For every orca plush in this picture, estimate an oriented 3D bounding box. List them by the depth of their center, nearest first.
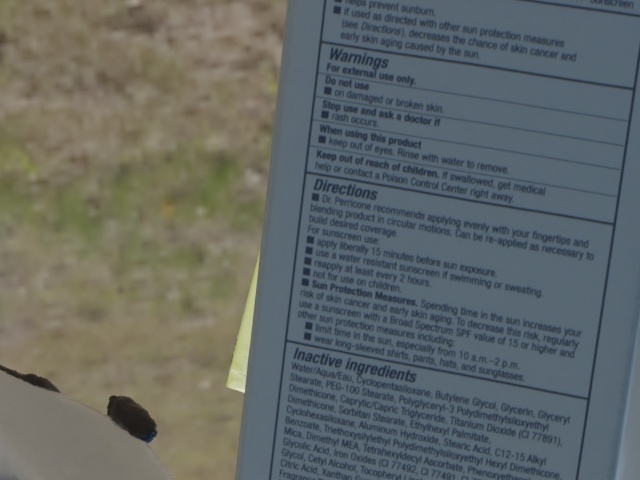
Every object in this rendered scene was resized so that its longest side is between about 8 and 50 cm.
[{"bbox_3d":[-0.213,0.163,1.367,0.287,0.102,0.151,20,-146,11],"label":"orca plush"}]

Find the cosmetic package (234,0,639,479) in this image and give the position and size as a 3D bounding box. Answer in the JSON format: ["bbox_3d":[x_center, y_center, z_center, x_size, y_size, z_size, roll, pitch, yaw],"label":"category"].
[{"bbox_3d":[0.063,0.003,0.819,0.160,0.309,0.113,11,-168,16],"label":"cosmetic package"}]

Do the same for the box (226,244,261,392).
[{"bbox_3d":[0.000,0.000,1.078,0.058,0.087,0.232,19,145,1],"label":"box"}]
